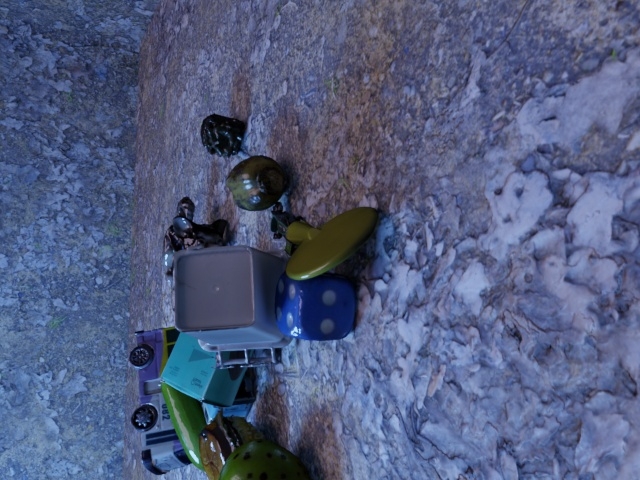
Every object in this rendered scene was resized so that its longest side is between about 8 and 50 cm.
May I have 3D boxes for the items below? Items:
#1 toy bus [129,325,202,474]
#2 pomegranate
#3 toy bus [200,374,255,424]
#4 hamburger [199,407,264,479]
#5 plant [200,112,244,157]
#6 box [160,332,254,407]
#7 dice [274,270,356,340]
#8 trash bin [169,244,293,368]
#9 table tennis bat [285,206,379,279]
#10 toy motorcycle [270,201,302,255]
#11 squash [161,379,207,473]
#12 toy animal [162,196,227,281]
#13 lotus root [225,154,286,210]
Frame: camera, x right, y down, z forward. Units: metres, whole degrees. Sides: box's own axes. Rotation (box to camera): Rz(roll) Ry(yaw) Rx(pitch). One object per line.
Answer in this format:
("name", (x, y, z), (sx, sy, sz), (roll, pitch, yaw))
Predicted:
("toy bus", (-0.474, 0.517, 2.055), (0.209, 0.249, 0.440), (85, 173, -58))
("pomegranate", (-0.148, 0.606, 1.427), (0.286, 0.231, 0.231), (-54, 29, -4))
("toy bus", (-0.307, 0.426, 1.881), (0.271, 0.133, 0.165), (58, 139, 46))
("hamburger", (-0.228, 0.565, 1.656), (0.262, 0.138, 0.243), (63, 145, 21))
("plant", (-0.324, -0.347, 2.052), (0.194, 0.132, 0.129), (-131, 49, -60))
("box", (-0.286, 0.281, 1.725), (0.205, 0.118, 0.312), (9, 72, 43))
("dice", (-0.013, 0.139, 1.359), (0.146, 0.143, 0.146), (16, 99, 62))
("trash bin", (-0.203, 0.151, 1.453), (0.368, 0.255, 0.296), (65, -157, -79))
("table tennis bat", (0.000, 0.000, 1.347), (0.054, 0.224, 0.368), (54, 167, -17))
("toy motorcycle", (-0.092, -0.033, 1.633), (0.173, 0.058, 0.100), (42, 128, 55))
("squash", (-0.385, 0.543, 1.853), (0.379, 0.101, 0.101), (57, 137, 27))
("toy animal", (-0.423, 0.005, 2.112), (0.344, 0.194, 0.303), (9, 98, 57))
("lotus root", (-0.165, -0.158, 1.704), (0.278, 0.154, 0.154), (175, 99, -65))
